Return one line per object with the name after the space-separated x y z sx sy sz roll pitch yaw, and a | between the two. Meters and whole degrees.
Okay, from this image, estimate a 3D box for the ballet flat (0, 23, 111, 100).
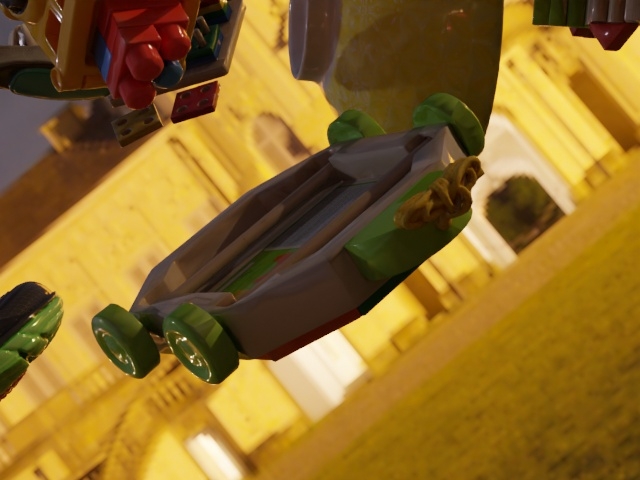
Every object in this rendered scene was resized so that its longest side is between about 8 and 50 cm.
-0.283 -0.163 1.361 0.213 0.068 0.072 -3 -14 -27 | ballet flat

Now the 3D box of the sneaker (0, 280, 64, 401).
-0.503 0.140 1.724 0.483 0.202 0.185 -25 -10 -32 | sneaker

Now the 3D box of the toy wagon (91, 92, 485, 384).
0.000 0.000 1.047 0.267 0.068 0.344 -41 18 -25 | toy wagon

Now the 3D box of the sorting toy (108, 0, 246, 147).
-0.154 -0.201 1.571 0.132 0.046 0.274 -14 37 19 | sorting toy

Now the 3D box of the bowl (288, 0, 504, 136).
0.055 -0.202 1.406 0.156 0.289 0.289 2 -16 -9 | bowl

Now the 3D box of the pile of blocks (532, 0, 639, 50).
0.298 -0.268 1.718 0.149 0.112 0.362 4 5 -2 | pile of blocks

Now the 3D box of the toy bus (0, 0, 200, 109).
-0.154 -0.214 1.180 0.150 0.211 0.220 -9 -40 -27 | toy bus
